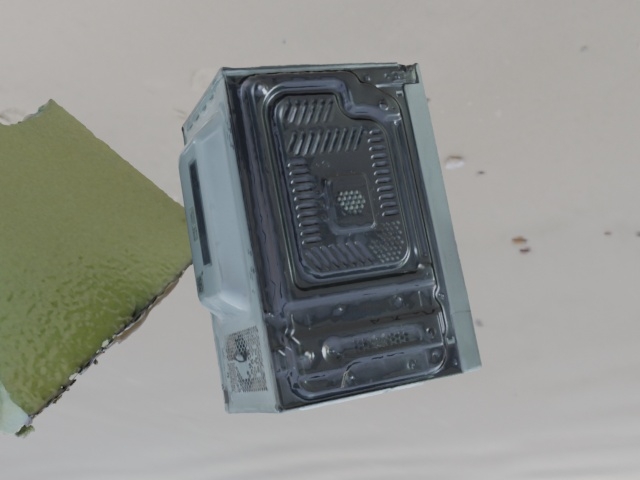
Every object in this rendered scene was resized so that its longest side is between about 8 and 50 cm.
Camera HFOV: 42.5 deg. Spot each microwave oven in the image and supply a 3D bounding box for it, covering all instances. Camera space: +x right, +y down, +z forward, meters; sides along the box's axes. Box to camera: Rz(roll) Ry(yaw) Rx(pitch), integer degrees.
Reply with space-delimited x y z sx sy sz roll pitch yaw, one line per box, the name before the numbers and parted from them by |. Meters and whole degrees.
microwave oven | 0.000 0.000 0.545 0.162 0.208 0.122 -7 171 -24

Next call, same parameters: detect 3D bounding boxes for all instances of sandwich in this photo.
sandwich | -0.215 -0.001 0.576 0.212 0.245 0.063 39 122 0
